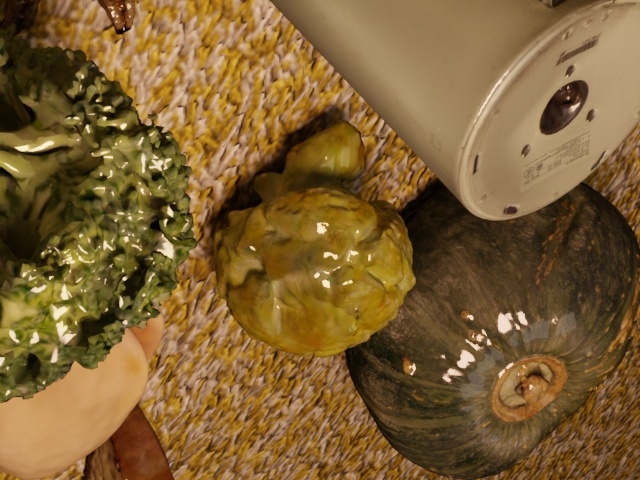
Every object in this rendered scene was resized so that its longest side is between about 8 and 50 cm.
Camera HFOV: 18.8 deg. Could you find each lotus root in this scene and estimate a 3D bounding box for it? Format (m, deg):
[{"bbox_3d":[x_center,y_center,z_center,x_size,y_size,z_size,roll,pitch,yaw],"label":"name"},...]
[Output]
[{"bbox_3d":[-0.186,0.307,1.965,0.074,0.170,0.261,-17,146,-31],"label":"lotus root"}]

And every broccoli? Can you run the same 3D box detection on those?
[{"bbox_3d":[-0.278,-0.041,1.351,0.375,0.249,0.302,-11,122,12],"label":"broccoli"}]

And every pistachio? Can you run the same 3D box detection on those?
[{"bbox_3d":[-0.244,0.088,1.605,0.318,0.214,0.193,105,0,-53],"label":"pistachio"}]

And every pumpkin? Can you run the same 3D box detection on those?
[{"bbox_3d":[0.181,0.079,1.990,0.327,0.257,0.291,-32,136,-4],"label":"pumpkin"}]

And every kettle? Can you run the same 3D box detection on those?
[{"bbox_3d":[0.081,-0.201,1.461,0.205,0.318,0.265,-43,148,3],"label":"kettle"}]

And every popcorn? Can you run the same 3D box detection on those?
[{"bbox_3d":[0.000,0.000,1.780,0.198,0.212,0.198,-1,172,0],"label":"popcorn"}]

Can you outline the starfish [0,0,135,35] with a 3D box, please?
[{"bbox_3d":[-0.185,-0.238,1.377,0.213,0.057,0.238,-25,135,-17],"label":"starfish"}]
